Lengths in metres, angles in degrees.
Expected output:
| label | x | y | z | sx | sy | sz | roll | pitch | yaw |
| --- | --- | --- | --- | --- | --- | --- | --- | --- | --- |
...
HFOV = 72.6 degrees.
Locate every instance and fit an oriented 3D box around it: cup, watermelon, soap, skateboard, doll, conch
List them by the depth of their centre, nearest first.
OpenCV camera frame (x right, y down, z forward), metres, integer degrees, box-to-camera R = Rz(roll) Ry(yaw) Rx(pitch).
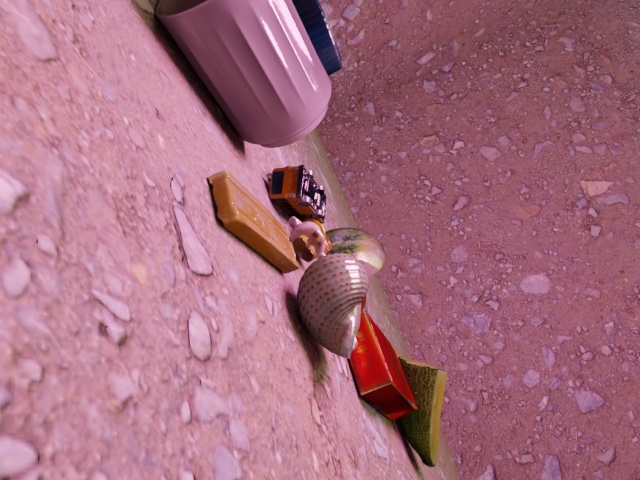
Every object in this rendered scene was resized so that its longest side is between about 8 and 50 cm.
| label | x | y | z | sx | sy | sz | roll | pitch | yaw |
| --- | --- | --- | --- | --- | --- | --- | --- | --- | --- |
| soap | -0.107 | -0.022 | 0.757 | 0.252 | 0.037 | 0.092 | 49 | 17 | -60 |
| conch | 0.017 | 0.120 | 0.820 | 0.172 | 0.131 | 0.200 | 95 | 10 | -55 |
| cup | -0.159 | -0.390 | 0.912 | 0.323 | 0.237 | 0.327 | 38 | -11 | 42 |
| doll | -0.029 | -0.006 | 1.030 | 0.129 | 0.081 | 0.207 | 51 | 8 | -9 |
| skateboard | -0.096 | -0.151 | 1.110 | 0.032 | 0.063 | 0.083 | 56 | -7 | 30 |
| cup | -0.112 | -0.529 | 1.230 | 0.308 | 0.292 | 0.242 | -88 | 153 | -72 |
| watermelon | 0.100 | 0.043 | 1.511 | 0.305 | 0.223 | 0.180 | -90 | -161 | -74 |

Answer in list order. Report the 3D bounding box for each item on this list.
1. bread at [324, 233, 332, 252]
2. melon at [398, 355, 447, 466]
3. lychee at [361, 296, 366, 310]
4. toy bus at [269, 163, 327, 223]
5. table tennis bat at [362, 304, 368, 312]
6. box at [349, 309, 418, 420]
| label | x | y | z | sx | sy | sz | roll | pitch | yaw |
| --- | --- | --- | --- | --- | --- | --- | --- | --- | --- |
| bread | 0.000 | 0.000 | 1.302 | 0.083 | 0.044 | 0.110 | 62 | 7 | -1 |
| melon | 0.301 | 0.520 | 1.302 | 0.196 | 0.124 | 0.324 | 176 | -86 | -68 |
| lychee | 0.059 | 0.145 | 1.069 | 0.114 | 0.101 | 0.140 | 23 | 6 | -17 |
| toy bus | -0.051 | -0.107 | 1.084 | 0.182 | 0.103 | 0.091 | 44 | 47 | -64 |
| table tennis bat | 0.164 | 0.270 | 1.567 | 0.153 | 0.040 | 0.244 | -96 | 163 | -67 |
| box | 0.157 | 0.342 | 1.163 | 0.313 | 0.089 | 0.197 | 54 | 13 | -51 |
